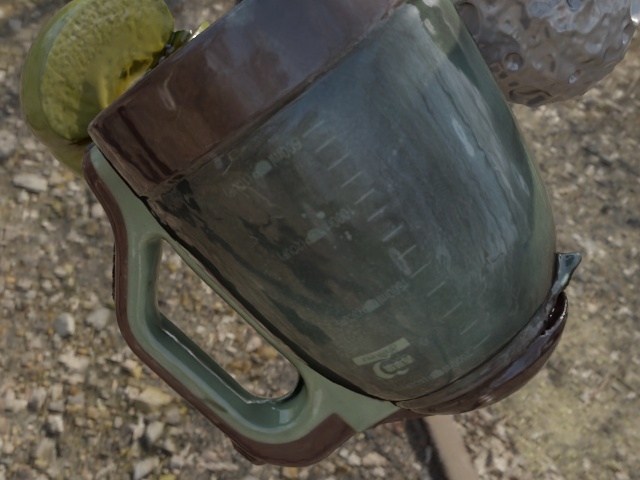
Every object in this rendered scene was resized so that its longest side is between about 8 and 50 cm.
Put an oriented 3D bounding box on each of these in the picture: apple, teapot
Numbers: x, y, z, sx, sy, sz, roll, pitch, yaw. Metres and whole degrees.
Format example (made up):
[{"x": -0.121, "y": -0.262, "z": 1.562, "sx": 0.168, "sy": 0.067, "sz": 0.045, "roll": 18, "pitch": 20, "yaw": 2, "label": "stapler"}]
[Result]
[{"x": -0.255, "y": -0.198, "z": 1.356, "sx": 0.292, "sy": 0.292, "sz": 0.254, "roll": 29, "pitch": 62, "yaw": 8, "label": "apple"}, {"x": 0.000, "y": 0.000, "z": 0.664, "sx": 0.312, "sy": 0.315, "sz": 0.233, "roll": 54, "pitch": 17, "yaw": -11, "label": "teapot"}]

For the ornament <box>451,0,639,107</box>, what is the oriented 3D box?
[{"x": 0.368, "y": -0.389, "z": 1.648, "sx": 0.337, "sy": 0.337, "sz": 0.337, "roll": 14, "pitch": 39, "yaw": -12, "label": "ornament"}]
